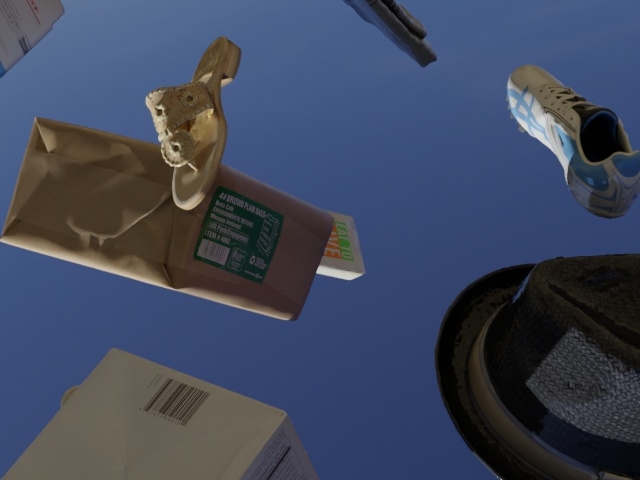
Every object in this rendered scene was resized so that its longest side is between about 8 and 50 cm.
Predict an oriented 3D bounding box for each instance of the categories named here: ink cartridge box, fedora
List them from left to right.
[{"bbox_3d":[-0.254,-0.170,0.968,0.060,0.104,0.180,-22,-160,17],"label":"ink cartridge box"},{"bbox_3d":[0.279,0.106,1.237,0.334,0.152,0.334,8,-132,-9],"label":"fedora"}]

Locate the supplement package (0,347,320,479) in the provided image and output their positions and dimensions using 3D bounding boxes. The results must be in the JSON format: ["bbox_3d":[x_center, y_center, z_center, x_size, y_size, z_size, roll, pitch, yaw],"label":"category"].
[{"bbox_3d":[-0.117,0.267,1.159,0.199,0.262,0.198,16,-126,35],"label":"supplement package"}]

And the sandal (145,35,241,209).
[{"bbox_3d":[-0.144,-0.136,1.398,0.088,0.079,0.240,-37,-148,38],"label":"sandal"}]

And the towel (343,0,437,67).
[{"bbox_3d":[-0.005,-0.378,1.704,0.056,0.324,0.312,-47,-131,3],"label":"towel"}]

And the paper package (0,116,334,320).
[{"bbox_3d":[-0.193,-0.021,1.768,0.309,0.168,0.325,13,175,29],"label":"paper package"}]

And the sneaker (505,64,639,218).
[{"bbox_3d":[0.262,-0.118,1.387,0.085,0.086,0.237,2,-143,-24],"label":"sneaker"}]

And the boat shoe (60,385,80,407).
[{"bbox_3d":[-0.260,0.281,1.879,0.081,0.228,0.068,-57,180,-23],"label":"boat shoe"}]

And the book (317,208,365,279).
[{"bbox_3d":[0.000,0.000,2.005,0.035,0.096,0.144,-24,156,38],"label":"book"}]
